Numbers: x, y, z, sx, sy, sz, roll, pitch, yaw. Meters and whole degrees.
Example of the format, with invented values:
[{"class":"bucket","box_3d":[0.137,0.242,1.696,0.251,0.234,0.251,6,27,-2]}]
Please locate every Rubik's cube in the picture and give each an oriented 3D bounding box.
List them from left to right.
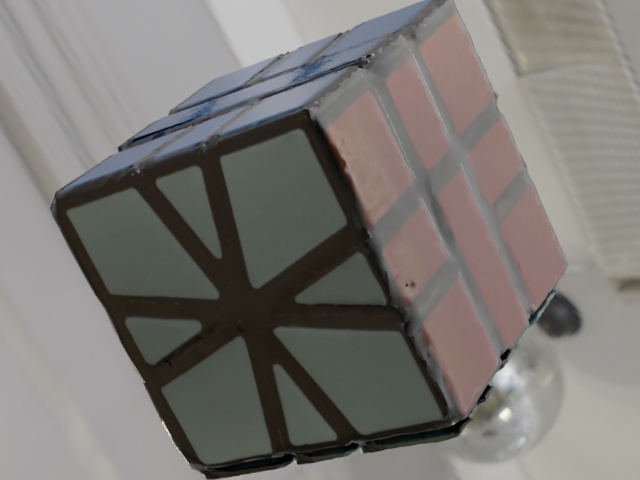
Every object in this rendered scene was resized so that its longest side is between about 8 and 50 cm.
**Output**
[{"class":"Rubik's cube","box_3d":[0.000,0.000,1.211,0.288,0.283,0.293,-18,-76,35]}]
